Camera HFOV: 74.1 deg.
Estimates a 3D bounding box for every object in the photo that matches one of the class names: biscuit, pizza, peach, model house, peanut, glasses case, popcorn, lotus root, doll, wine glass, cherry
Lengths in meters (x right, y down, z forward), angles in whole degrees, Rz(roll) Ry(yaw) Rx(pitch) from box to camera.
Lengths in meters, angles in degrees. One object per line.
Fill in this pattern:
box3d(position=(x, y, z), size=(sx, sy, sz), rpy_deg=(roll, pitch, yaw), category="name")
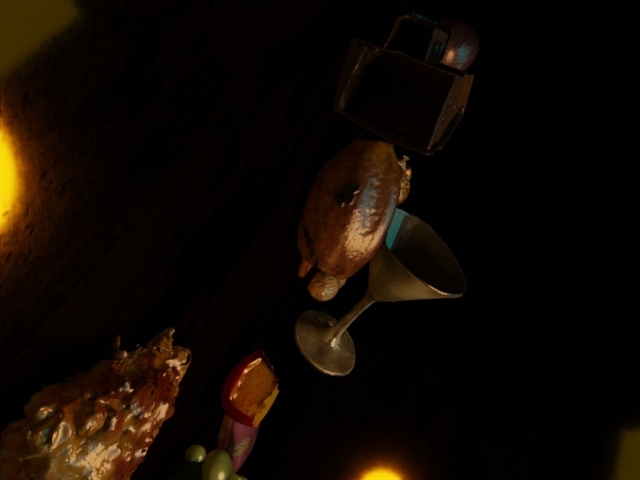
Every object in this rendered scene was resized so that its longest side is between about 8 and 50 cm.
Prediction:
box3d(position=(-0.001, -0.005, 1.063), size=(0.206, 0.025, 0.126), rpy_deg=(-52, 162, -49), category="biscuit")
box3d(position=(-0.225, 0.204, 0.420), size=(0.290, 0.081, 0.229), rpy_deg=(-54, 163, -34), category="pizza")
box3d(position=(-0.144, 0.310, 0.872), size=(0.151, 0.118, 0.152), rpy_deg=(167, -90, -78), category="peach")
box3d(position=(0.176, -0.299, 0.789), size=(0.243, 0.211, 0.205), rpy_deg=(-33, 148, -58), category="model house")
box3d(position=(0.024, 0.124, 1.272), size=(0.206, 0.087, 0.087), rpy_deg=(-31, 144, -67), category="peanut")
box3d(position=(-0.198, 0.469, 1.038), size=(0.123, 0.075, 0.317), rpy_deg=(-48, 159, -50), category="glasses case")
box3d(position=(0.155, -0.160, 1.104), size=(0.170, 0.180, 0.180), rpy_deg=(-33, -172, 35), category="popcorn")
box3d(position=(0.054, -0.075, 0.860), size=(0.291, 0.193, 0.193), rpy_deg=(-63, 168, 15), category="lotus root")
box3d(position=(-0.226, 0.530, 0.818), size=(0.199, 0.185, 0.322), rpy_deg=(-99, -179, -53), category="doll")
box3d(position=(0.118, 0.146, 1.049), size=(0.406, 0.267, 0.267), rpy_deg=(-50, 176, 29), category="wine glass")
box3d(position=(0.394, -0.575, 1.289), size=(0.176, 0.175, 0.140), rpy_deg=(102, -13, -45), category="cherry")
